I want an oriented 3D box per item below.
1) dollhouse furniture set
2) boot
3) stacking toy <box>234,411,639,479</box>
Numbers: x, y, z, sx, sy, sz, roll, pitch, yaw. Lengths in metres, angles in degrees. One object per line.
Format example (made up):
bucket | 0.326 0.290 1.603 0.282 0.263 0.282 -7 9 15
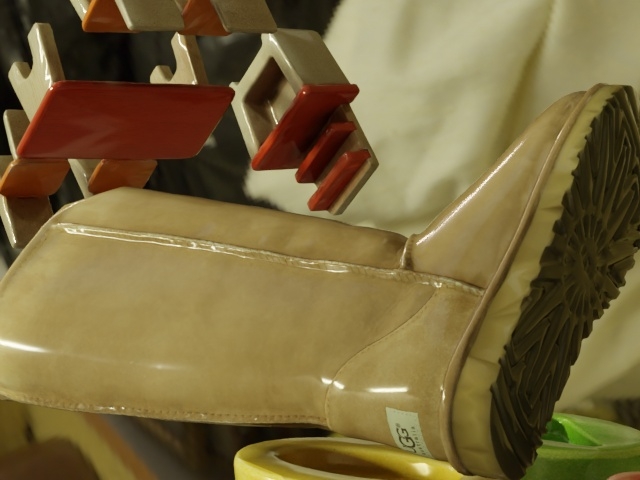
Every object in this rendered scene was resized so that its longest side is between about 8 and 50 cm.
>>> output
dollhouse furniture set | -0.097 -0.089 1.201 0.262 0.259 0.135 -53 51 43
boot | 0.000 0.000 0.773 0.269 0.236 0.089 7 133 31
stacking toy | 0.133 0.170 0.765 0.309 0.279 0.130 6 93 22
